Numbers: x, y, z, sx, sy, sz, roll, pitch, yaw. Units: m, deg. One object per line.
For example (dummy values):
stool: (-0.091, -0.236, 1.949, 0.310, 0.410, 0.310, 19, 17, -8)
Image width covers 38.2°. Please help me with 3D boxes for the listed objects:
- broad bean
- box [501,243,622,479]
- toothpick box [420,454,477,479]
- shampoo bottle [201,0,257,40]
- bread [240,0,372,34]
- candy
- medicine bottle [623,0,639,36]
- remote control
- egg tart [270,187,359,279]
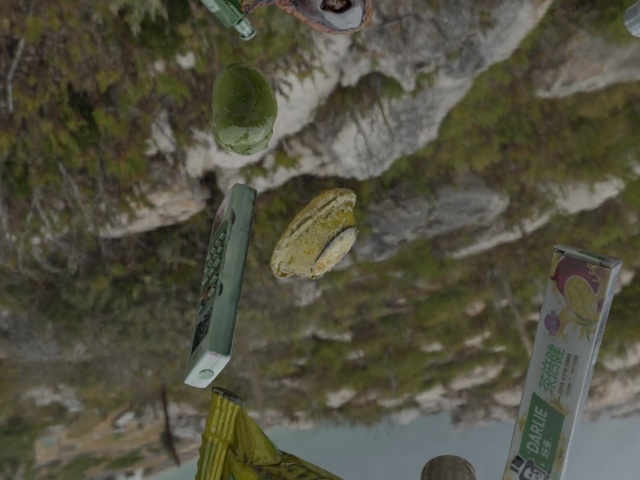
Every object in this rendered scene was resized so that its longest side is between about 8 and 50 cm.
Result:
broad bean: (-0.138, -0.237, 1.677, 0.124, 0.175, 0.082, 14, 164, -20)
box: (0.189, 0.107, 0.733, 0.049, 0.207, 0.041, 17, -163, 28)
toothpick box: (0.231, 0.485, 1.685, 0.111, 0.181, 0.111, 3, 112, 8)
shampoo bottle: (-0.192, -0.453, 1.711, 0.065, 0.065, 0.204, -27, 125, 25)
bread: (-0.016, -0.456, 1.679, 0.268, 0.095, 0.139, 9, 118, -27)
candy: (-0.019, 0.280, 0.906, 0.297, 0.187, 0.081, 18, -177, 33)
medicine bottle: (0.464, -0.311, 1.065, 0.110, 0.110, 0.352, -6, 176, -13)
remote control: (-0.168, 0.070, 1.571, 0.050, 0.344, 0.145, 17, 145, -16)
egg tart: (0.000, 0.000, 1.501, 0.191, 0.074, 0.191, -41, 165, -14)
